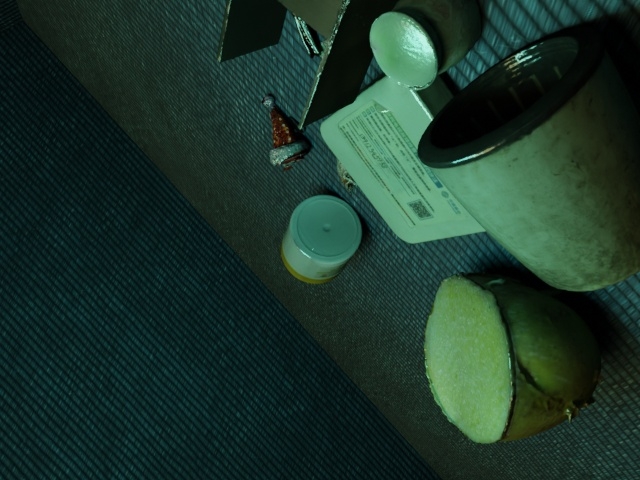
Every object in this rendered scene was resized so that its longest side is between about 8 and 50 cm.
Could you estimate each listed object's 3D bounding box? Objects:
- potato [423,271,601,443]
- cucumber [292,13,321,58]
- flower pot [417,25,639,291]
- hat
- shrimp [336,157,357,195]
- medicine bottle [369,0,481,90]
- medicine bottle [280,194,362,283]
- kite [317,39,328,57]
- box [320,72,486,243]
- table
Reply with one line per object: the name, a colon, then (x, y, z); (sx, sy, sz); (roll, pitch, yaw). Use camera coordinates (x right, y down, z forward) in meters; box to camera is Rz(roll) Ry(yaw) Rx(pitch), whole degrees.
potato: (0.470, 0.265, 1.286); (0.442, 0.319, 0.386); (171, 98, -75)
cucumber: (-0.036, -0.487, 1.224); (0.034, 0.033, 0.135); (-95, -17, -54)
flower pot: (0.358, -0.102, 0.828); (0.330, 0.294, 0.293); (49, 159, -20)
hat: (-0.118, -0.329, 1.604); (0.140, 0.128, 0.228); (-127, 16, -82)
shrimp: (0.083, -0.191, 1.483); (0.073, 0.075, 0.190); (15, 141, 20)
medicine bottle: (0.179, -0.351, 0.908); (0.147, 0.143, 0.147); (39, 159, 19)
medicine bottle: (0.000, 0.000, 1.739); (0.238, 0.238, 0.232); (44, 158, 6)
kite: (0.023, -0.423, 1.263); (0.139, 0.011, 0.157); (44, 158, 14)
box: (0.209, -0.180, 1.204); (0.396, 0.111, 0.396); (51, 158, -12)
table: (-0.026, -0.415, 1.006); (0.250, 0.196, 0.282); (40, 139, 13)
